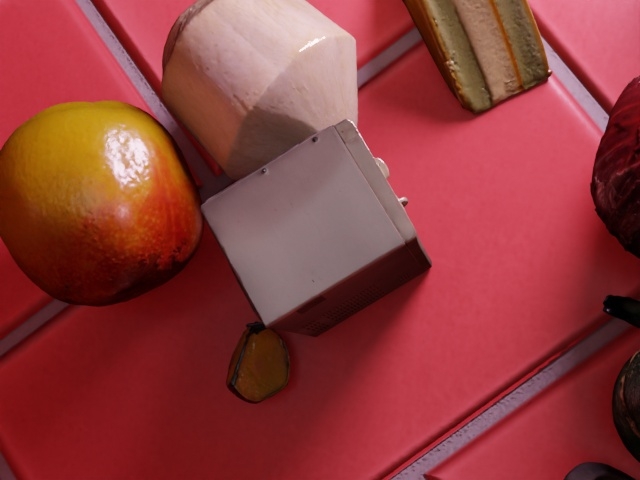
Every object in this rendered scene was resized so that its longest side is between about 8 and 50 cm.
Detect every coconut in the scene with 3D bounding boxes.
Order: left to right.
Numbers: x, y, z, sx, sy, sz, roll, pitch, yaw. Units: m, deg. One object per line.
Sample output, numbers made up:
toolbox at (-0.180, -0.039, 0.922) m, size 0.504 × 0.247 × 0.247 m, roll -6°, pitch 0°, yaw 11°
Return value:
coconut at (-0.055, -0.166, 0.989) m, size 0.202 × 0.202 × 0.222 m, roll -45°, pitch 74°, yaw 2°

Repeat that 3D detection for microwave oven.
microwave oven at (0.000, 0.000, 0.929) m, size 0.194 × 0.240 × 0.145 m, roll -28°, pitch 78°, yaw 6°

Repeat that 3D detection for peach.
peach at (-0.240, -0.038, 0.992) m, size 0.231 × 0.231 × 0.231 m, roll -2°, pitch 81°, yaw 10°
peach at (-0.074, 0.136, 1.020) m, size 0.077 × 0.050 × 0.083 m, roll -22°, pitch 87°, yaw -17°

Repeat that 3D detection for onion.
onion at (0.389, -0.078, 0.879) m, size 0.252 × 0.219 × 0.252 m, roll -1°, pitch 73°, yaw 3°

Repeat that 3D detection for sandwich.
sandwich at (0.168, -0.262, 1.054) m, size 0.117 × 0.144 × 0.187 m, roll -26°, pitch 114°, yaw 6°

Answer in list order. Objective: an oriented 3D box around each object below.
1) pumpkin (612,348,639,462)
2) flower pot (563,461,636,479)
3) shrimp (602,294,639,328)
pumpkin at (0.369, 0.162, 0.863) m, size 0.190 × 0.190 × 0.146 m, roll 9°, pitch 82°, yaw 12°
flower pot at (0.272, 0.359, 0.845) m, size 0.166 × 0.269 × 0.269 m, roll -46°, pitch 76°, yaw 24°
shrimp at (0.368, 0.057, 0.841) m, size 0.198 × 0.262 × 0.051 m, roll 1°, pitch 70°, yaw 9°
